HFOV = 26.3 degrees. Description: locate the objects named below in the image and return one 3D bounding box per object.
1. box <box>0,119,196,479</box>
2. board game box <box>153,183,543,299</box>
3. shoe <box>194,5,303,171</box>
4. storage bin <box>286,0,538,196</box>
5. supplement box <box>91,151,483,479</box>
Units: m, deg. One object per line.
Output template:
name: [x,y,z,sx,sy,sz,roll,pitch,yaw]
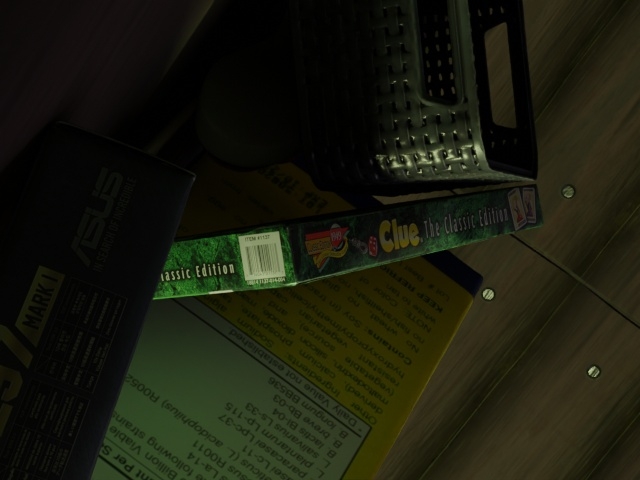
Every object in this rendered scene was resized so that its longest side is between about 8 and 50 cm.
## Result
box: [-0.121,0.099,0.494,0.183,0.059,0.232,126,-18,-59]
board game box: [0.000,0.000,0.688,0.136,0.030,0.260,-5,-177,31]
shoe: [-0.027,-0.066,0.731,0.081,0.063,0.178,-61,179,36]
storage bin: [0.051,-0.087,0.683,0.180,0.084,0.122,-2,87,-72]
supplement box: [-0.080,0.117,0.817,0.195,0.194,0.356,-55,178,41]
